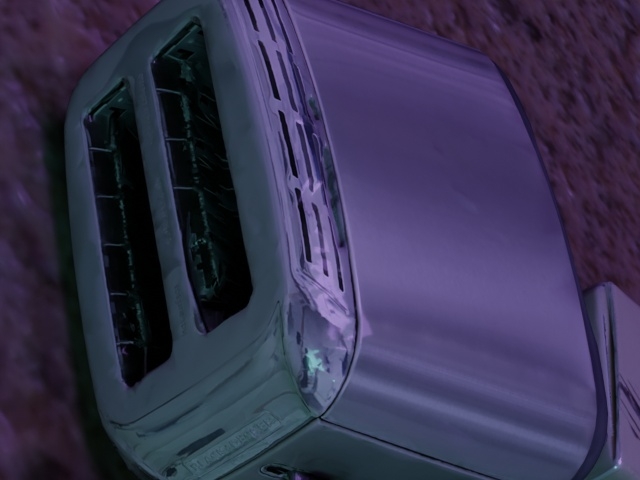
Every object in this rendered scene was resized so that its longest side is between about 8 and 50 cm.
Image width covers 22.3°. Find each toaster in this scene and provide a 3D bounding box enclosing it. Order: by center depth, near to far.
[{"bbox_3d":[0.000,0.000,0.579,0.146,0.129,0.227,17,52,-42],"label":"toaster"}]

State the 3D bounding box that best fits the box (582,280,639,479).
[{"bbox_3d":[0.167,0.138,0.698,0.275,0.113,0.094,35,40,-29],"label":"box"}]
